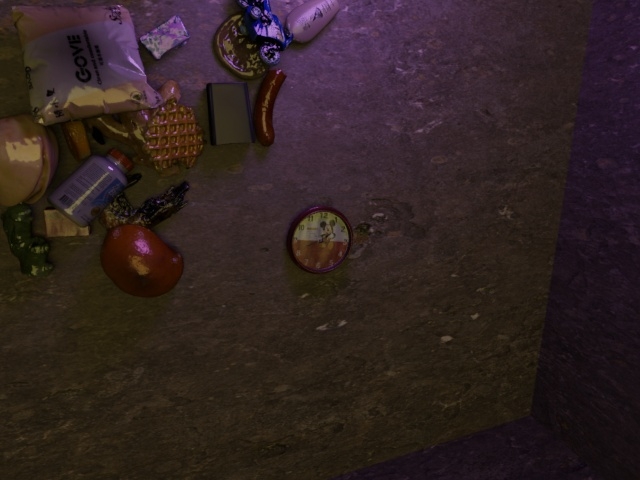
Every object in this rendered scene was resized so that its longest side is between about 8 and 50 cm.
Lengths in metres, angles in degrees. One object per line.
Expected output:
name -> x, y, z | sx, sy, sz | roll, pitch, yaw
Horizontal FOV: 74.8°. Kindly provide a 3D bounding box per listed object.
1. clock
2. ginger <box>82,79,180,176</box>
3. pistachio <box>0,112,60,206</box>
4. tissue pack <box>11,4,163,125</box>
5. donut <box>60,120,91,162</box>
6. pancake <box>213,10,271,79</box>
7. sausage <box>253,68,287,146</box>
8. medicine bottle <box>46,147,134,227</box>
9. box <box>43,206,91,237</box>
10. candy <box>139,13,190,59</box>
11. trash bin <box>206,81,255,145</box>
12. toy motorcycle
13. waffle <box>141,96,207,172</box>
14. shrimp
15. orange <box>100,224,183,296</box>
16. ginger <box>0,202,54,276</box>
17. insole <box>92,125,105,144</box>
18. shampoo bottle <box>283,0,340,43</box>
clock -> 0.000, 0.000, 1.916 | 0.318, 0.080, 0.319 | -4, 104, -16
ginger -> -0.683, -0.401, 1.524 | 0.363, 0.122, 0.348 | -9, 101, -27
pistachio -> -1.002, -0.268, 1.397 | 0.238, 0.229, 0.321 | 35, 110, 16
tissue pack -> -0.759, -0.570, 1.363 | 0.390, 0.195, 0.376 | -18, 89, -20
donut -> -0.848, -0.364, 1.454 | 0.065, 0.178, 0.162 | -24, 74, -31
pancake -> -0.288, -0.739, 1.593 | 0.241, 0.050, 0.242 | -5, 107, -18
sausage -> -0.211, -0.531, 1.671 | 0.102, 0.076, 0.302 | 9, 104, -21
medicine bottle -> -0.805, -0.197, 1.496 | 0.157, 0.157, 0.289 | 46, 72, -25
box -> -0.943, -0.070, 1.568 | 0.156, 0.060, 0.111 | -1, 105, -18
candy -> -0.552, -0.718, 1.493 | 0.160, 0.073, 0.092 | -37, 117, -6
trash bin -> -0.350, -0.487, 1.618 | 0.165, 0.115, 0.226 | -8, 108, -18
toy motorcycle -> -0.198, -0.794, 1.534 | 0.169, 0.113, 0.315 | -25, 94, -32
waffle -> -0.531, -0.368, 1.543 | 0.291, 0.051, 0.291 | -34, 130, -52
shrimp -> -0.696, -0.160, 1.628 | 0.365, 0.071, 0.233 | -32, 109, -2
orange -> -0.704, 0.099, 1.667 | 0.274, 0.274, 0.310 | -43, 154, -3
ginger -> -1.066, 0.002, 1.528 | 0.137, 0.089, 0.290 | -10, 105, 21
insole -> -0.788, -0.370, 1.482 | 0.053, 0.152, 0.002 | 36, 69, -14
shampoo bottle -> -0.048, -0.854, 1.626 | 0.257, 0.078, 0.127 | -38, 117, -1
